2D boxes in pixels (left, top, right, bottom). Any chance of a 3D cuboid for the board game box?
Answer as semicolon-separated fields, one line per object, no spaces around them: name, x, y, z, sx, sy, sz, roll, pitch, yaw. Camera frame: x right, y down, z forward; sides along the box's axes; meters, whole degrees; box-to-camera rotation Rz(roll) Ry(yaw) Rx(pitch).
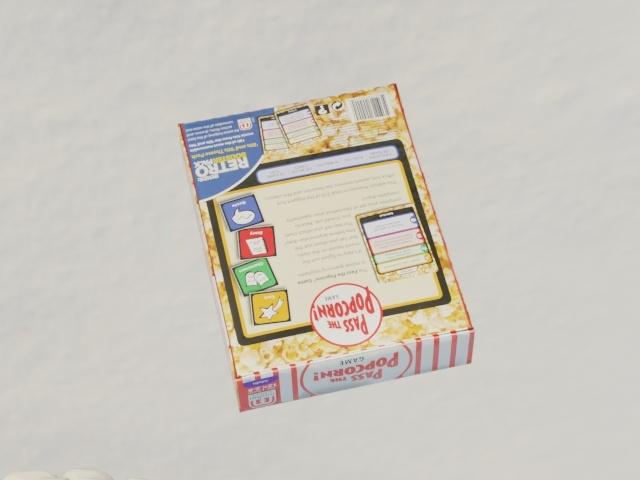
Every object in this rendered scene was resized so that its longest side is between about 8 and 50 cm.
board game box;0.000;0.000;1.028;0.147;0.193;0.045;-11;147;-5

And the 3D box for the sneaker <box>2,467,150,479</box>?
sneaker;-0.022;0.150;0.484;0.299;0.121;0.112;14;-174;10
